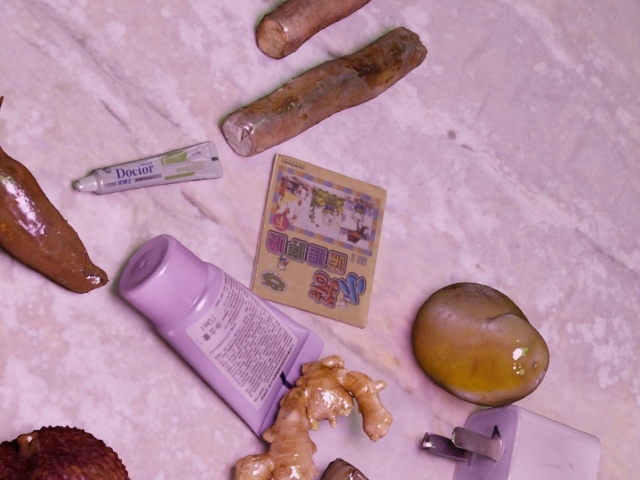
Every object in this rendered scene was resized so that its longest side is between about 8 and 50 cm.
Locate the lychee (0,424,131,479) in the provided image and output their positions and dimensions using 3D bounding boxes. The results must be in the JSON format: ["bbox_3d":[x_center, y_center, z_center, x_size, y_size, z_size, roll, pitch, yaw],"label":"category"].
[{"bbox_3d":[-0.285,0.283,1.538,0.194,0.194,0.194,8,74,-27],"label":"lychee"}]

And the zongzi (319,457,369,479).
[{"bbox_3d":[0.022,0.382,1.750,0.189,0.081,0.178,-48,118,-21],"label":"zongzi"}]

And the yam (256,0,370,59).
[{"bbox_3d":[0.035,-0.331,1.936,0.300,0.066,0.066,-38,97,-32],"label":"yam"}]

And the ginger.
[{"bbox_3d":[-0.011,0.221,1.750,0.193,0.052,0.176,-4,53,-6],"label":"ginger"}]

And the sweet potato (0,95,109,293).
[{"bbox_3d":[-0.338,-0.053,1.643,0.286,0.085,0.112,51,55,-9],"label":"sweet potato"}]

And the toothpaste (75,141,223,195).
[{"bbox_3d":[-0.204,-0.082,1.759,0.197,0.029,0.048,-13,85,-34],"label":"toothpaste"}]

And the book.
[{"bbox_3d":[0.000,0.000,1.860,0.168,0.013,0.192,18,70,-25],"label":"book"}]

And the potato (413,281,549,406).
[{"bbox_3d":[0.210,0.134,1.842,0.157,0.194,0.157,-6,102,-31],"label":"potato"}]

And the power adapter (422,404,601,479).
[{"bbox_3d":[0.230,0.277,1.850,0.205,0.130,0.125,22,68,-22],"label":"power adapter"}]

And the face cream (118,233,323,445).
[{"bbox_3d":[-0.112,0.106,1.736,0.274,0.096,0.154,44,58,-28],"label":"face cream"}]

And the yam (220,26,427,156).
[{"bbox_3d":[0.011,-0.192,1.884,0.317,0.071,0.067,-31,57,-31],"label":"yam"}]
